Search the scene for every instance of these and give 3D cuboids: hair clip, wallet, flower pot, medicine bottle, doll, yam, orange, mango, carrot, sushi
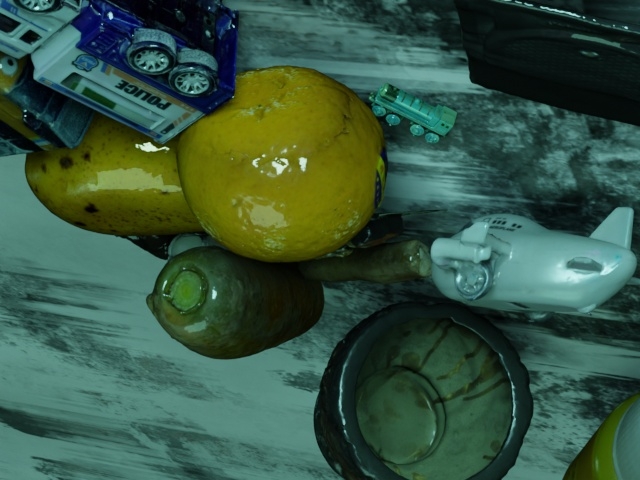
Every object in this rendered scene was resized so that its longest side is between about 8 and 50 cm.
[{"bbox_3d":[-0.125,-0.014,2.069,0.116,0.049,0.172,-5,143,-20],"label":"hair clip"},{"bbox_3d":[0.243,-0.152,1.511,0.247,0.041,0.323,16,175,10],"label":"wallet"},{"bbox_3d":[0.111,0.221,2.216,0.266,0.267,0.267,23,165,-9],"label":"flower pot"},{"bbox_3d":[0.443,0.300,2.149,0.224,0.224,0.384,18,155,3],"label":"medicine bottle"},{"bbox_3d":[-0.213,-0.016,2.173,0.165,0.057,0.139,10,157,29],"label":"doll"},{"bbox_3d":[0.053,0.024,2.037,0.057,0.057,0.241,34,161,-28],"label":"yam"},{"bbox_3d":[-0.039,-0.077,1.740,0.219,0.219,0.193,16,138,6],"label":"orange"},{"bbox_3d":[-0.190,-0.088,1.899,0.290,0.160,0.191,10,146,7],"label":"mango"},{"bbox_3d":[-0.092,0.077,2.062,0.138,0.139,0.302,5,-179,28],"label":"carrot"},{"bbox_3d":[0.000,0.000,1.959,0.279,0.043,0.192,-7,178,39],"label":"sushi"}]

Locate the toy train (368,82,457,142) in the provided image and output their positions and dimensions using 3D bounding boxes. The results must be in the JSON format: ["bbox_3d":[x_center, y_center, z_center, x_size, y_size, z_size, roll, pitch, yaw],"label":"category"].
[{"bbox_3d":[0.095,-0.133,1.755,0.092,0.029,0.045,26,146,-12],"label":"toy train"}]

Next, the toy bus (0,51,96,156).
[{"bbox_3d":[-0.383,-0.187,1.825,0.323,0.162,0.194,-4,147,42],"label":"toy bus"}]

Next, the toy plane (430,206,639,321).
[{"bbox_3d":[0.232,0.025,1.874,0.252,0.118,0.252,6,169,1],"label":"toy plane"}]

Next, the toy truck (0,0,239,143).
[{"bbox_3d":[-0.219,-0.208,1.639,0.268,0.124,0.155,26,140,-32],"label":"toy truck"}]
